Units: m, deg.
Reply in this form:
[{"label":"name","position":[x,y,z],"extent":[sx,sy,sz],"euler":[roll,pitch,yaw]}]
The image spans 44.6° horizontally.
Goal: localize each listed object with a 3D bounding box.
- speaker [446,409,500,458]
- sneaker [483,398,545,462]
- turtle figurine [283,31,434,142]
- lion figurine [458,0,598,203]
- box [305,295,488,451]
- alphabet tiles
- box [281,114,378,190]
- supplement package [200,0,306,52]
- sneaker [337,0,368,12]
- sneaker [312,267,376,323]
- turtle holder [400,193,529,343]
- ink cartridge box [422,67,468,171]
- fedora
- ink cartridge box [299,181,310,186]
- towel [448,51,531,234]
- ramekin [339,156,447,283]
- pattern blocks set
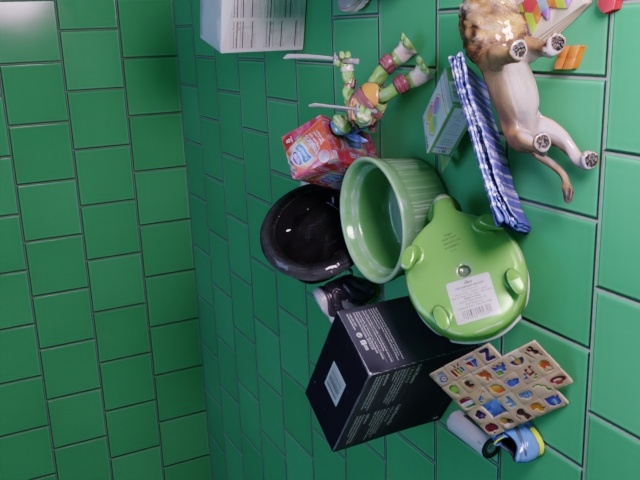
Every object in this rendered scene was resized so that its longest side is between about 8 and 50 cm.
[{"label":"speaker","position":[0.351,0.446,1.803],"extent":[0.136,0.055,0.055],"euler":[31,126,59]},{"label":"sneaker","position":[0.389,0.388,1.676],"extent":[0.209,0.082,0.069],"euler":[-125,33,-44]},{"label":"turtle figurine","position":[0.099,-0.363,1.775],"extent":[0.275,0.266,0.198],"euler":[49,-166,-23]},{"label":"lion figurine","position":[0.357,-0.269,1.413],"extent":[0.240,0.142,0.392],"euler":[-140,34,-69]},{"label":"box","position":[0.167,0.304,1.839],"extent":[0.179,0.312,0.343],"euler":[62,148,35]},{"label":"alphabet tiles","position":[0.369,0.287,1.559],"extent":[0.198,0.009,0.237],"euler":[46,126,-11]},{"label":"box","position":[0.033,-0.215,1.977],"extent":[0.128,0.257,0.123],"euler":[-25,73,29]},{"label":"supplement package","position":[-0.204,-0.682,2.325],"extent":[0.199,0.262,0.198],"euler":[45,138,51]},{"label":"sneaker","position":[0.075,-0.673,1.921],"extent":[0.103,0.111,0.252],"euler":[63,150,32]},{"label":"sneaker","position":[0.108,0.200,2.173],"extent":[0.268,0.153,0.101],"euler":[52,-178,-21]},{"label":"turtle holder","position":[0.281,0.067,1.600],"extent":[0.320,0.243,0.227],"euler":[44,177,27]},{"label":"ink cartridge box","position":[0.266,-0.254,1.675],"extent":[0.209,0.062,0.109],"euler":[111,162,-54]},{"label":"fedora","position":[0.000,0.000,2.114],"extent":[0.152,0.334,0.334],"euler":[86,160,-53]},{"label":"ink cartridge box","position":[0.006,-0.165,2.269],"extent":[0.143,0.092,0.090],"euler":[-18,83,66]},{"label":"towel","position":[0.331,-0.175,1.485],"extent":[0.040,0.243,0.336],"euler":[-18,80,22]},{"label":"ramekin","position":[0.180,-0.057,1.875],"extent":[0.303,0.148,0.303],"euler":[34,129,57]},{"label":"pattern blocks set","position":[0.407,-0.440,1.410],"extent":[0.285,0.026,0.325],"euler":[69,153,23]}]
